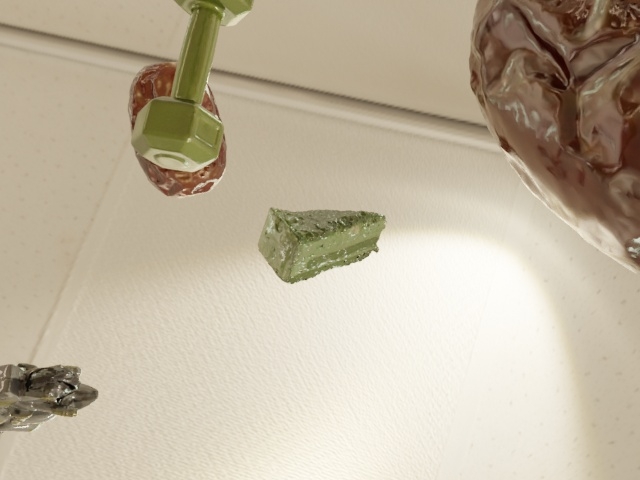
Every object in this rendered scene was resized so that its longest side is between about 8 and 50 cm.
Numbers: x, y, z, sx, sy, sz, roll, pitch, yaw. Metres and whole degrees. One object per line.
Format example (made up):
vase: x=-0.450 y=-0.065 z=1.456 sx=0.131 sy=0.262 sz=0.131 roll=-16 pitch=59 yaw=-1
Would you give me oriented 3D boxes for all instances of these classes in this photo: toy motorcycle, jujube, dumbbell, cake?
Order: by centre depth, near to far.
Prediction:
jujube: x=0.273 y=-0.132 z=0.646 sx=0.276 sy=0.276 sz=0.377 roll=-30 pitch=-135 yaw=-2
toy motorcycle: x=-0.406 y=0.213 z=1.074 sx=0.225 sy=0.152 sz=0.073 roll=-10 pitch=-121 yaw=9
dumbbell: x=-0.169 y=-0.245 z=1.099 sx=0.108 sy=0.121 sz=0.302 roll=0 pitch=-107 yaw=34
cake: x=0.005 y=-0.010 z=1.371 sx=0.235 sy=0.100 sz=0.099 roll=-16 pitch=-133 yaw=-44
jujube: x=-0.264 y=-0.202 z=1.488 sx=0.174 sy=0.174 sz=0.251 roll=-10 pitch=-79 yaw=6
